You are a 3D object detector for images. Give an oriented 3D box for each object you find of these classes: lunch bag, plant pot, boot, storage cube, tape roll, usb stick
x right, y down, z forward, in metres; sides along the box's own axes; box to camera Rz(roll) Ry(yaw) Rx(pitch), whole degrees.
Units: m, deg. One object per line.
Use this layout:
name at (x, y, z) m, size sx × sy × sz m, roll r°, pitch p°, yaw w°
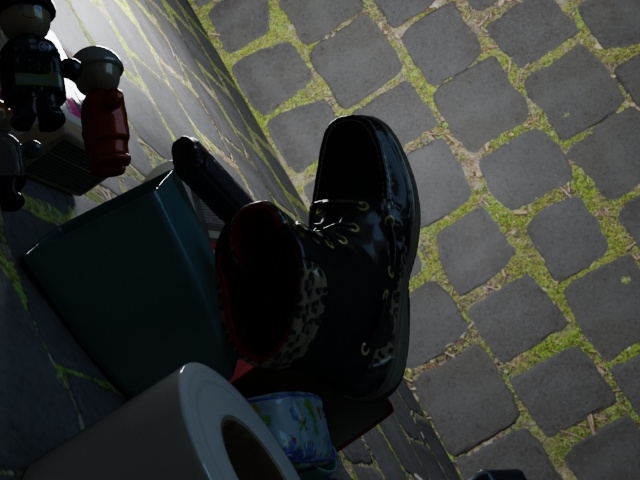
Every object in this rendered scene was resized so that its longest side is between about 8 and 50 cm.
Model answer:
lunch bag at (-0.088, 0.225, 1.277) m, size 0.219 × 0.176 × 0.090 m, roll 36°, pitch 43°, yaw -75°
plant pot at (-0.195, 0.066, 1.323) m, size 0.234 × 0.165 × 0.165 m, roll 63°, pitch 6°, yaw -11°
boot at (0.000, 0.000, 1.392) m, size 0.284 × 0.138 × 0.377 m, roll 20°, pitch 70°, yaw -58°
storage cube at (-0.037, 0.188, 1.632) m, size 0.183 × 0.215 × 0.193 m, roll 53°, pitch 2°, yaw -24°
tape roll at (-0.117, 0.250, 0.992) m, size 0.246 × 0.169 × 0.246 m, roll 56°, pitch 7°, yaw -10°
usb stick at (-0.092, -0.028, 1.430) m, size 0.278 × 0.045 × 0.077 m, roll 48°, pitch 13°, yaw -43°

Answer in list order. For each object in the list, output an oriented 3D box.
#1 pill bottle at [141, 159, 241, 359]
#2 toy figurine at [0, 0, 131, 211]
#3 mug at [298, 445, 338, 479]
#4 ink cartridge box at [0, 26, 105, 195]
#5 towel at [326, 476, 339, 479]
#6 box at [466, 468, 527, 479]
pill bottle at (-0.173, 0.015, 1.581) m, size 0.176 × 0.176 × 0.318 m, roll 52°, pitch 9°, yaw -34°
toy figurine at (-0.314, -0.139, 1.169) m, size 0.213 × 0.210 × 0.148 m, roll 33°, pitch 41°, yaw -64°
mug at (-0.048, 0.287, 1.491) m, size 0.158 × 0.097 × 0.129 m, roll 42°, pitch 13°, yaw -20°
ink cartridge box at (-0.371, -0.188, 1.489) m, size 0.234 × 0.088 × 0.193 m, roll 60°, pitch 7°, yaw 13°
towel at (0.007, 0.379, 1.533) m, size 0.067 × 0.029 × 0.119 m, roll -3°, pitch 102°, yaw -84°
box at (0.176, 0.463, 1.519) m, size 0.212 × 0.293 × 0.395 m, roll 59°, pitch 8°, yaw 17°
